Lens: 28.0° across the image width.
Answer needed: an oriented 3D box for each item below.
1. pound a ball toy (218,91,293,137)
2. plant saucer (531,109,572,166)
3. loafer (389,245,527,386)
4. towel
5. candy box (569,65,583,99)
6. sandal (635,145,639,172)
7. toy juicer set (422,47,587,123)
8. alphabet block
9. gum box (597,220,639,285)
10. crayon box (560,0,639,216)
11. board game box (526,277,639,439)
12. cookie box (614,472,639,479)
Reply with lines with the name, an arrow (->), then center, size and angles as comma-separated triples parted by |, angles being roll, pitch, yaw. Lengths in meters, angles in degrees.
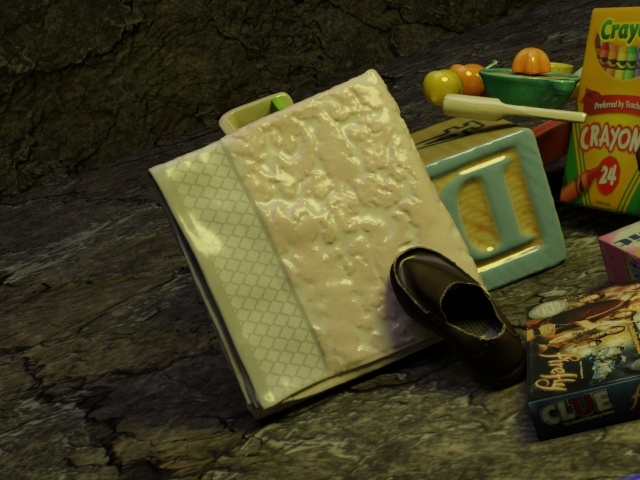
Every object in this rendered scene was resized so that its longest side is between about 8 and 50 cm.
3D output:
pound a ball toy -> -0.058, -0.045, 1.817 | 0.136, 0.319, 0.208 | -22, 31, -9
plant saucer -> 0.268, -0.108, 1.920 | 0.259, 0.048, 0.258 | -29, 2, 13
loafer -> 0.151, 0.065, 1.404 | 0.080, 0.078, 0.220 | -31, 46, -16
towel -> 0.000, 0.000, 1.509 | 0.317, 0.332, 0.053 | -24, -7, -12
candy box -> 0.441, -0.242, 1.820 | 0.105, 0.027, 0.206 | -36, 19, -33
sandal -> 0.494, -0.077, 1.547 | 0.254, 0.054, 0.097 | 4, -28, -18
toy juicer set -> 0.241, -0.215, 1.717 | 0.209, 0.089, 0.329 | 5, 13, 5
alphabet block -> 0.184, -0.046, 1.691 | 0.193, 0.192, 0.197 | -19, 15, -7
gum box -> 0.430, 0.002, 1.470 | 0.188, 0.062, 0.107 | -21, 16, -9
crayon box -> 0.422, -0.189, 1.663 | 0.081, 0.318, 0.202 | 8, 4, -25
board game box -> 0.293, 0.110, 1.303 | 0.165, 0.042, 0.243 | -15, 16, 13
cookie box -> 0.213, 0.230, 0.997 | 0.107, 0.040, 0.092 | -17, 16, 7
